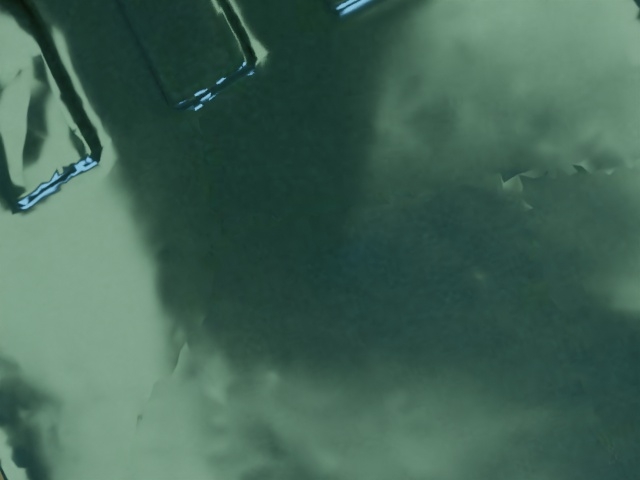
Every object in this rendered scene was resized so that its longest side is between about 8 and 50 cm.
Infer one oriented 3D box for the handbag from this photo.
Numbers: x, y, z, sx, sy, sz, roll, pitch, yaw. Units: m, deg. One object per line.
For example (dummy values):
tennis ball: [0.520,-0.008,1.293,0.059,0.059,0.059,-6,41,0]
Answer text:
handbag: [0.001,0.000,0.547,0.247,0.079,0.260,-28,95,18]
